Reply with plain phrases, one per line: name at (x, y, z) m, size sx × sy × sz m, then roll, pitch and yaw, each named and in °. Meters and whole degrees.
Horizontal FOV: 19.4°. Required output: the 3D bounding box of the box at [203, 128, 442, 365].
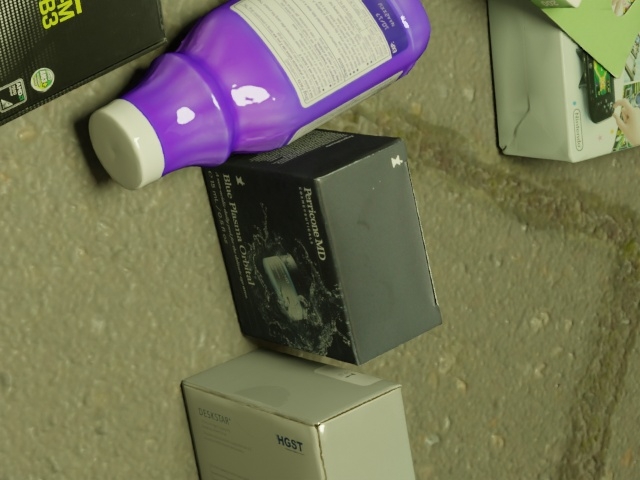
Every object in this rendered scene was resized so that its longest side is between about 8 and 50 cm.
box at (0.000, 0.000, 1.464) m, size 0.093 × 0.158 × 0.156 m, roll -25°, pitch 111°, yaw -33°

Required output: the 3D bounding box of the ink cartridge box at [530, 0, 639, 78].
ink cartridge box at (0.226, -0.263, 1.550) m, size 0.235 × 0.056 × 0.171 m, roll 34°, pitch 75°, yaw -33°

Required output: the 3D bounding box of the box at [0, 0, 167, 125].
box at (-0.203, -0.191, 1.317) m, size 0.184 × 0.045 × 0.191 m, roll -28°, pitch 130°, yaw -28°

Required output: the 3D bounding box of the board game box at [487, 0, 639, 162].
board game box at (0.294, -0.209, 1.702) m, size 0.303 × 0.097 × 0.224 m, roll -16°, pitch 106°, yaw -37°

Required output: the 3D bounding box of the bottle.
bottle at (-0.047, -0.129, 1.437) m, size 0.283 × 0.092 × 0.118 m, roll -33°, pitch 82°, yaw -30°

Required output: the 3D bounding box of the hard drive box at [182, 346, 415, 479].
hard drive box at (-0.007, 0.219, 1.479) m, size 0.089 × 0.181 × 0.232 m, roll -21°, pitch 110°, yaw -34°
